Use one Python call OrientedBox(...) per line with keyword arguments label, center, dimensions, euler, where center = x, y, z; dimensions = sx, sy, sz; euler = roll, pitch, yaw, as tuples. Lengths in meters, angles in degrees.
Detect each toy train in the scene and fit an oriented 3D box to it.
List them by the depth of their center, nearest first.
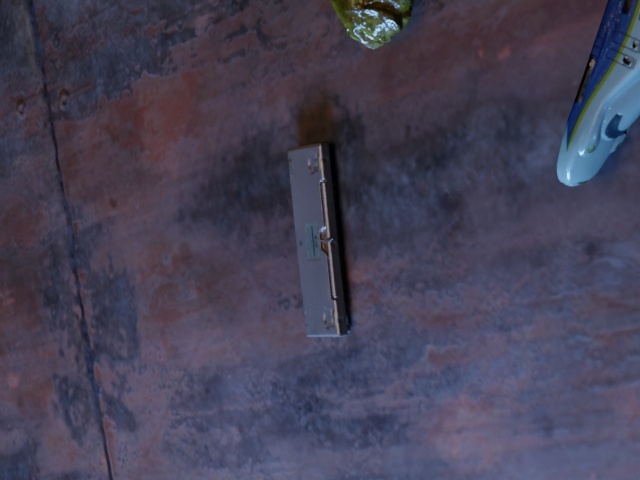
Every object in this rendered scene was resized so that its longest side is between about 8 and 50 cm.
OrientedBox(label="toy train", center=(0.213, -0.135, 0.970), dimensions=(0.051, 0.052, 0.233), euler=(34, 119, 37))

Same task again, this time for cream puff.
OrientedBox(label="cream puff", center=(0.033, -0.192, 1.169), dimensions=(0.083, 0.058, 0.083), euler=(-24, 78, 51))

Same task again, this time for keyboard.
OrientedBox(label="keyboard", center=(0.000, 0.000, 1.266), dimensions=(0.055, 0.017, 0.165), euler=(-6, 90, 55))
